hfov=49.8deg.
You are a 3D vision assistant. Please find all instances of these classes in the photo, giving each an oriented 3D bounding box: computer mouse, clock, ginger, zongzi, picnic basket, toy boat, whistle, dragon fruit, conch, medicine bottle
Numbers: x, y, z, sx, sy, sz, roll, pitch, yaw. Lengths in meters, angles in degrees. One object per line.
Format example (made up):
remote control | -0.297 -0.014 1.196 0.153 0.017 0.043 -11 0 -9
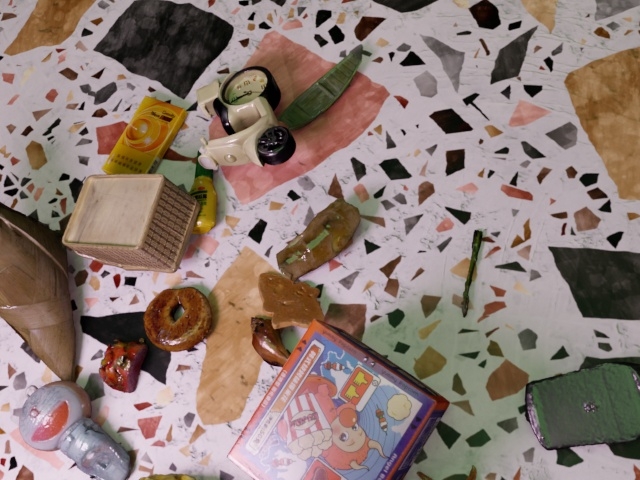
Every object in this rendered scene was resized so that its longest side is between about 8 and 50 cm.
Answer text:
computer mouse | 0.602 0.364 1.521 0.295 0.087 0.168 -16 72 20
clock | -0.222 -0.330 1.945 0.276 0.120 0.379 -20 50 10
ginger | 0.000 0.000 1.790 0.263 0.109 0.116 -40 92 -5
zongzi | -0.788 0.111 1.706 0.218 0.500 0.467 -31 65 5
picnic basket | -0.509 -0.047 1.868 0.312 0.175 0.228 3 68 31
toy boat | 0.006 -0.419 1.989 0.293 0.055 0.093 -44 66 -5
whistle | -0.614 0.476 1.709 0.347 0.189 0.189 37 80 12
dragon fruit | -0.518 0.314 1.784 0.102 0.096 0.147 -3 66 15
conch | -0.119 0.270 1.716 0.080 0.086 0.233 -32 63 -1
medicine bottle | -0.332 -0.143 1.948 0.094 0.064 0.261 -14 60 24

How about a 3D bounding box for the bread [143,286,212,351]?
bread | -0.374 0.208 1.816 0.193 0.064 0.193 -5 61 10

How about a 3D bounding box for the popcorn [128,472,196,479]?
popcorn | -0.376 0.686 1.533 0.334 0.292 0.293 28 32 23

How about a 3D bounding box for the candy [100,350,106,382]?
candy | -0.567 0.333 1.828 0.030 0.020 0.083 -13 67 11

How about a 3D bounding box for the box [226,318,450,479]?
box | 0.049 0.406 1.501 0.318 0.257 0.349 33 89 20

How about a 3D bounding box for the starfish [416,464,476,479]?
starfish | 0.318 0.631 1.473 0.301 0.084 0.294 5 70 19

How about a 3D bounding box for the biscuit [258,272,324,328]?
biscuit | -0.080 0.157 1.759 0.162 0.035 0.250 -26 47 -29

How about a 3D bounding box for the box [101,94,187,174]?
box | -0.525 -0.297 2.064 0.152 0.043 0.269 22 75 20

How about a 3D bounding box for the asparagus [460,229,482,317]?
asparagus | 0.375 0.080 1.721 0.022 0.023 0.233 -16 54 56
